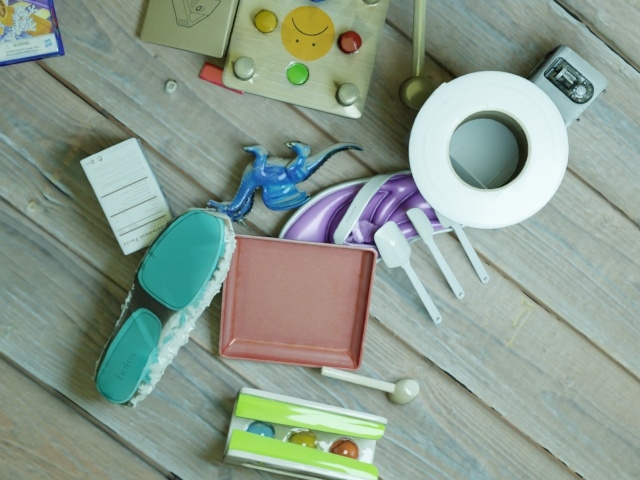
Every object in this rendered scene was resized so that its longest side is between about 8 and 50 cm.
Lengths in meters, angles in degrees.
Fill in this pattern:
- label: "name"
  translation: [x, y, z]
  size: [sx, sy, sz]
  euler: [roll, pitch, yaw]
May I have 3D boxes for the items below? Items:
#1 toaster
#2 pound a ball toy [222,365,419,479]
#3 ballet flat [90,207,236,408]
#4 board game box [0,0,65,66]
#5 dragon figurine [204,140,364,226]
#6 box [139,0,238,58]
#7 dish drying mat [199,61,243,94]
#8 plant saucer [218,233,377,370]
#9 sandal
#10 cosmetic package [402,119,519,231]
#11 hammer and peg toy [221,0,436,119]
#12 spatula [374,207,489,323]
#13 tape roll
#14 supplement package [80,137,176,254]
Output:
- label: "toaster"
  translation: [0.402, -0.247, 1.853]
  size: [0.110, 0.185, 0.168]
  euler: [42, 97, -2]
- label: "pound a ball toy"
  translation: [0.001, 0.329, 1.903]
  size: [0.319, 0.135, 0.208]
  euler: [13, 69, -6]
- label: "ballet flat"
  translation: [-0.262, 0.107, 1.821]
  size: [0.147, 0.147, 0.409]
  euler: [32, 107, -7]
- label: "board game box"
  translation: [-0.636, -0.402, 1.796]
  size: [0.347, 0.078, 0.233]
  euler: [-11, 95, -4]
- label: "dragon figurine"
  translation: [-0.062, -0.101, 1.862]
  size: [0.289, 0.085, 0.144]
  euler: [-6, 97, 2]
- label: "box"
  translation: [-0.217, -0.428, 1.823]
  size: [0.165, 0.021, 0.201]
  euler: [15, 93, 20]
- label: "dish drying mat"
  translation: [-0.171, -0.289, 1.879]
  size: [0.083, 0.008, 0.032]
  euler: [21, 94, -6]
- label: "plant saucer"
  translation: [-0.043, 0.103, 1.859]
  size: [0.259, 0.047, 0.258]
  euler: [6, 119, -2]
- label: "sandal"
  translation: [0.111, -0.043, 1.871]
  size: [0.416, 0.102, 0.169]
  euler: [-24, 95, -6]
- label: "cosmetic package"
  translation: [0.274, -0.147, 1.841]
  size: [0.238, 0.107, 0.127]
  euler: [45, 70, 6]
- label: "hammer and peg toy"
  translation: [0.031, -0.353, 1.830]
  size: [0.362, 0.127, 0.265]
  euler: [12, 91, -6]
- label: "spatula"
  translation: [0.204, 0.029, 1.876]
  size: [0.168, 0.019, 0.242]
  euler: [-40, 124, -13]
- label: "tape roll"
  translation: [0.263, -0.141, 1.690]
  size: [0.246, 0.169, 0.246]
  euler: [0, 93, 5]
- label: "supplement package"
  translation: [-0.328, -0.078, 1.836]
  size: [0.105, 0.105, 0.179]
  euler: [-25, 97, -4]
